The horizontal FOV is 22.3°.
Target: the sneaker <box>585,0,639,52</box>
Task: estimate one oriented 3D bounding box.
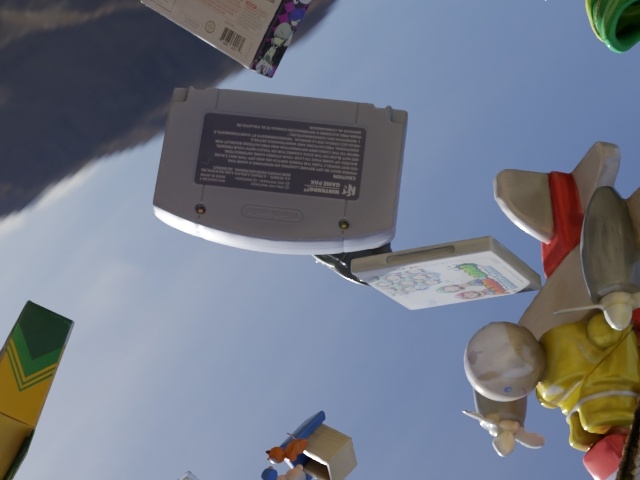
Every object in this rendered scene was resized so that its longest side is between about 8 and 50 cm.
[{"bbox_3d":[0.448,-0.310,1.893,0.295,0.109,0.123,-33,-140,30],"label":"sneaker"}]

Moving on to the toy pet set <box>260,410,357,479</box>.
[{"bbox_3d":[-0.027,0.205,1.466,0.065,0.122,0.114,22,-130,34],"label":"toy pet set"}]

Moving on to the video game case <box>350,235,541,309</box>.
[{"bbox_3d":[0.125,0.034,1.585,0.143,0.157,0.019,-10,-109,22],"label":"video game case"}]

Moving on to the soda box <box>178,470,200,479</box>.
[{"bbox_3d":[-0.182,0.339,1.647,0.216,0.074,0.069,-47,-179,-4],"label":"soda box"}]

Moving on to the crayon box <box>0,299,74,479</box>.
[{"bbox_3d":[-0.450,0.254,2.281,0.203,0.083,0.323,-58,-168,27],"label":"crayon box"}]

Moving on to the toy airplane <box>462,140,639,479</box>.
[{"bbox_3d":[0.270,0.084,1.772,0.272,0.386,0.384,-14,-158,-23],"label":"toy airplane"}]

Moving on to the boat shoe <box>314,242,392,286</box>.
[{"bbox_3d":[0.000,0.000,2.077,0.084,0.079,0.233,-29,-147,-34],"label":"boat shoe"}]

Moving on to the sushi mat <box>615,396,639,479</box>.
[{"bbox_3d":[0.339,0.120,1.430,0.019,0.151,0.316,17,-167,29],"label":"sushi mat"}]

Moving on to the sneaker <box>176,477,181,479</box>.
[{"bbox_3d":[-0.114,0.441,1.953,0.182,0.410,0.158,-37,157,-15],"label":"sneaker"}]

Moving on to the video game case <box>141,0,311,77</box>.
[{"bbox_3d":[-0.082,-0.313,1.777,0.232,0.042,0.210,35,-79,44],"label":"video game case"}]

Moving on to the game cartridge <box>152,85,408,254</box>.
[{"bbox_3d":[-0.048,-0.082,1.968,0.060,0.294,0.196,89,8,-64],"label":"game cartridge"}]
